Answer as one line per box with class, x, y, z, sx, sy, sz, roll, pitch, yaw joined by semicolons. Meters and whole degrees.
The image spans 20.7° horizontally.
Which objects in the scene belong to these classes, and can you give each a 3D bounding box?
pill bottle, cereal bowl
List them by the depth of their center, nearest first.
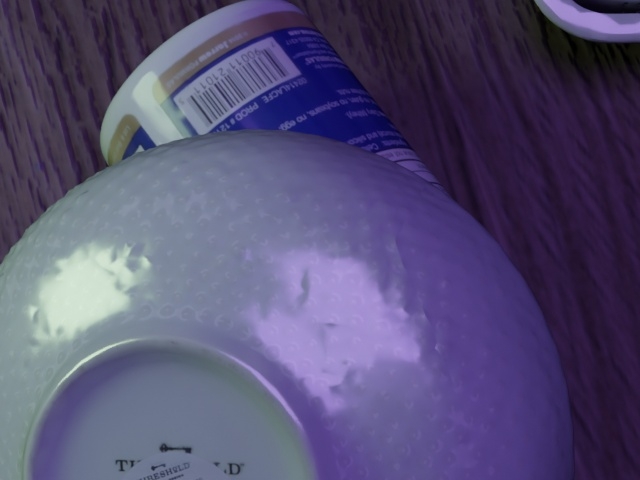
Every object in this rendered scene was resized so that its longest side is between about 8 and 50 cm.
cereal bowl;-0.049;0.112;0.899;0.339;0.141;0.339;3;98;19
pill bottle;0.000;0.000;1.029;0.153;0.153;0.264;-32;73;-14

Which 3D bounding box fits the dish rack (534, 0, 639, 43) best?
dish rack;0.294;-0.263;1.163;0.333;0.072;0.285;-1;81;0
